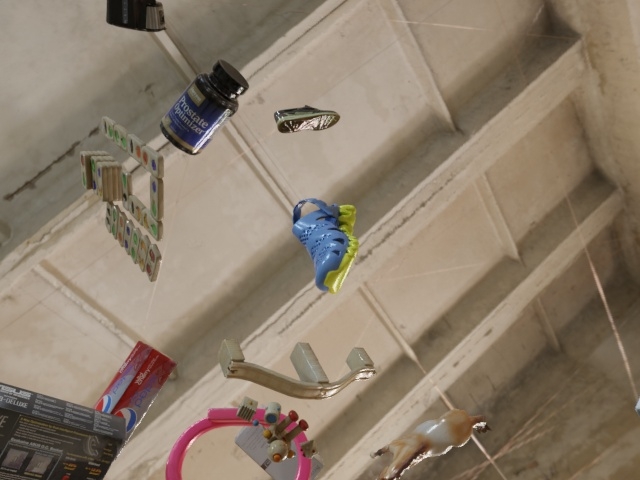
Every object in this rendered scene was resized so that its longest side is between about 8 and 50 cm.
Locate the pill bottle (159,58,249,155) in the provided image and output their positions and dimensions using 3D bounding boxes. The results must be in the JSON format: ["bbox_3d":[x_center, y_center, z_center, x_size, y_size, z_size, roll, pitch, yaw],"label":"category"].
[{"bbox_3d":[-0.276,-0.322,1.151,0.122,0.123,0.219,34,-67,-31],"label":"pill bottle"}]

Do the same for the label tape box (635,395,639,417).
[{"bbox_3d":[0.615,0.164,0.573,0.249,0.347,0.115,-41,-81,-33],"label":"label tape box"}]

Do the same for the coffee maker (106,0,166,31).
[{"bbox_3d":[-0.416,-0.560,1.028,0.171,0.120,0.178,22,-58,11],"label":"coffee maker"}]

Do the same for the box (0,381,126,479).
[{"bbox_3d":[-0.541,0.388,0.830,0.307,0.076,0.243,29,-87,-27],"label":"box"}]

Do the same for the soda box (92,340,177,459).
[{"bbox_3d":[-0.478,0.390,1.179,0.092,0.083,0.263,48,-117,-38],"label":"soda box"}]

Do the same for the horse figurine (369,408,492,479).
[{"bbox_3d":[0.198,0.359,0.856,0.263,0.066,0.174,-18,-21,-13],"label":"horse figurine"}]

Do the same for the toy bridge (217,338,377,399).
[{"bbox_3d":[-0.012,0.137,0.502,0.188,0.063,0.026,12,-65,-34],"label":"toy bridge"}]

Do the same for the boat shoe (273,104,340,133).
[{"bbox_3d":[-0.028,-0.268,1.026,0.152,0.049,0.056,-12,-23,-30],"label":"boat shoe"}]

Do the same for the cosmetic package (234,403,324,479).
[{"bbox_3d":[-0.111,0.571,1.296,0.231,0.085,0.117,41,-100,3],"label":"cosmetic package"}]

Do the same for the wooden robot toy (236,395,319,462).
[{"bbox_3d":[-0.070,0.341,0.824,0.173,0.079,0.076,44,-76,-9],"label":"wooden robot toy"}]

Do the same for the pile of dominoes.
[{"bbox_3d":[-0.293,-0.061,0.692,0.040,0.251,0.196,-11,-60,-37],"label":"pile of dominoes"}]

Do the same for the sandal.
[{"bbox_3d":[0.000,0.000,0.998,0.138,0.317,0.126,22,-68,-10],"label":"sandal"}]

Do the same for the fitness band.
[{"bbox_3d":[-0.162,0.447,0.956,0.290,0.209,0.054,0,-37,3],"label":"fitness band"}]
